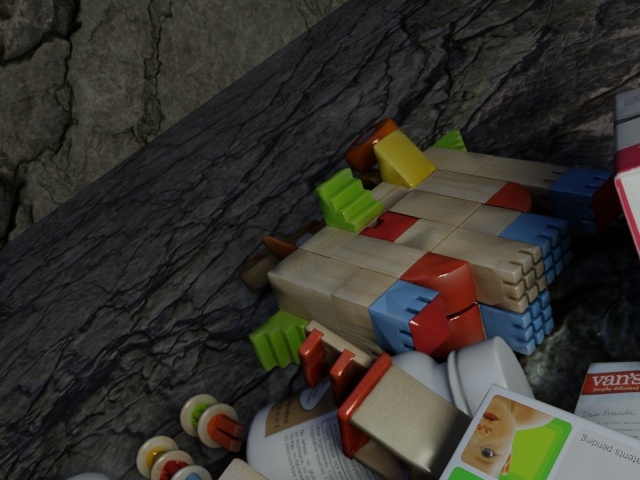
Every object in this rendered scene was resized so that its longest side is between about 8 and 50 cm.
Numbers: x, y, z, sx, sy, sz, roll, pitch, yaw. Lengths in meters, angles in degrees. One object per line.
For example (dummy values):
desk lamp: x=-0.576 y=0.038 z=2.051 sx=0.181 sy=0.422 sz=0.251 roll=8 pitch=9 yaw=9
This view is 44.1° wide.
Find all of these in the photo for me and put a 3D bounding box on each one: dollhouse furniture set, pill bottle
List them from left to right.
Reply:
dollhouse furniture set: x=-0.023 y=0.197 z=0.519 sx=0.135 sy=0.262 sz=0.259 roll=29 pitch=65 yaw=20
pill bottle: x=0.064 y=0.168 z=0.674 sx=0.229 sy=0.131 sz=0.131 roll=-25 pitch=26 yaw=19

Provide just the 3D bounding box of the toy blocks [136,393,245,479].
toy blocks: x=-0.130 y=0.239 z=0.879 sx=0.123 sy=0.054 sz=0.148 roll=-44 pitch=26 yaw=-20

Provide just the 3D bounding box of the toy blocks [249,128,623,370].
toy blocks: x=0.141 y=0.022 z=0.829 sx=0.261 sy=0.190 sz=0.381 roll=16 pitch=44 yaw=44

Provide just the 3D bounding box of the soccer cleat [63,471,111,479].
soccer cleat: x=-0.381 y=0.359 z=0.861 sx=0.331 sy=0.143 sz=0.116 roll=-42 pitch=25 yaw=-17

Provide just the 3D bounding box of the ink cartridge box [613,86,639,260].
ink cartridge box: x=0.305 y=-0.026 z=0.626 sx=0.100 sy=0.172 sz=0.237 roll=-17 pitch=16 yaw=26

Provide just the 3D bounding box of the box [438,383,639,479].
box: x=0.155 y=0.230 z=0.377 sx=0.262 sy=0.127 sz=0.231 roll=16 pitch=67 yaw=51

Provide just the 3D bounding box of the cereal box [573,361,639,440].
cereal box: x=0.242 y=0.180 z=0.532 sx=0.173 sy=0.047 sz=0.240 roll=-10 pitch=33 yaw=42

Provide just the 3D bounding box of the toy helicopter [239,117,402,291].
toy helicopter: x=0.000 y=0.000 z=1.093 sx=0.355 sy=0.140 sz=0.235 roll=-31 pitch=17 yaw=41
